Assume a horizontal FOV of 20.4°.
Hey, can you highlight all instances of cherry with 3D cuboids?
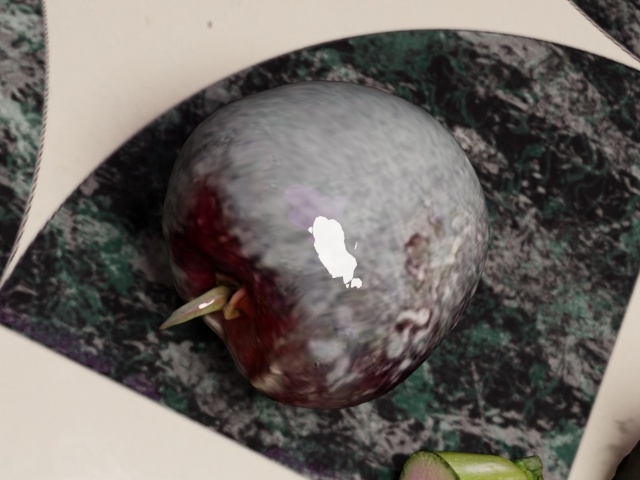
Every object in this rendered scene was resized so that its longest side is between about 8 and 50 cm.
[{"bbox_3d":[0.000,0.000,1.382,0.296,0.218,0.255,-32,87,-36],"label":"cherry"}]

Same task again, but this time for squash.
[{"bbox_3d":[0.142,0.210,1.441,0.132,0.105,0.105,-8,77,-33],"label":"squash"}]

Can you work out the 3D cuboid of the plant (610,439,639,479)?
[{"bbox_3d":[0.348,0.209,1.404,0.188,0.276,0.199,3,62,-18],"label":"plant"}]
